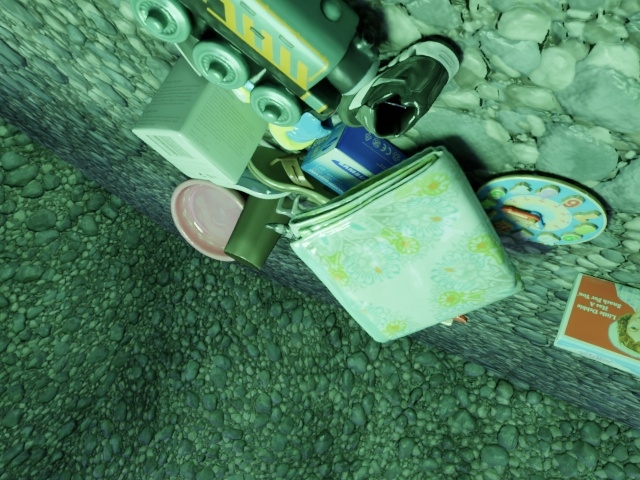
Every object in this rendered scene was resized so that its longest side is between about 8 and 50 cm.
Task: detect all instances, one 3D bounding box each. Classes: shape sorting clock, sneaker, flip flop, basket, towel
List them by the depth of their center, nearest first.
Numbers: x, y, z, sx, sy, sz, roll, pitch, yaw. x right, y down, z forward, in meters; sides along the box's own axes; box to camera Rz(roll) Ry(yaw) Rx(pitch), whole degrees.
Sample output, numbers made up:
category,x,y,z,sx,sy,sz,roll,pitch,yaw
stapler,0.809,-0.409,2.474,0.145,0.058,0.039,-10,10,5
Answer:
category,x,y,z,sx,sy,sz,roll,pitch,yaw
sneaker,0.080,-0.186,0.605,0.078,0.106,0.234,34,164,-24
sneaker,-0.055,-0.248,0.710,0.126,0.091,0.240,-5,151,29
shape sorting clock,0.365,-0.045,0.741,0.206,0.040,0.206,24,166,7
towel,0.163,0.034,0.818,0.320,0.090,0.374,-25,124,26
flip flop,-0.031,-0.147,0.969,0.277,0.112,0.080,27,140,7
sneaker,-0.156,-0.184,1.062,0.226,0.086,0.163,8,150,-16
basket,-0.193,-0.035,1.362,0.154,0.227,0.204,24,166,8

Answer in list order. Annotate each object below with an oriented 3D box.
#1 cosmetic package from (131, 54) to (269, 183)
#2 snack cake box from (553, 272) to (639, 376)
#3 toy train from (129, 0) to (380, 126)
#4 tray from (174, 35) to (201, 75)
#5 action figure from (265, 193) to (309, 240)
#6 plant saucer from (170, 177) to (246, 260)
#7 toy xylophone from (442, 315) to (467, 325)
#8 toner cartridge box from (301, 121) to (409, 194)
category,x,y,z,sx,sy,sz,roll,pitch,yaw
cosmetic package,-0.206,-0.225,0.802,0.151,0.184,0.151,14,161,38
snack cake box,0.630,0.184,0.864,0.264,0.152,0.089,19,164,27
toy train,-0.080,-0.276,0.532,0.334,0.142,0.190,33,154,-27
tray,-0.250,-0.366,0.601,0.145,0.030,0.270,56,-179,30
action figure,0.000,0.000,1.275,0.330,0.178,0.341,41,158,-17
plant saucer,-0.364,-0.082,1.533,0.332,0.084,0.332,12,128,16
toy xylophone,0.247,0.119,1.141,0.236,0.081,0.322,14,161,42
toner cartridge box,0.145,-0.097,0.870,0.348,0.075,0.165,31,165,-19
